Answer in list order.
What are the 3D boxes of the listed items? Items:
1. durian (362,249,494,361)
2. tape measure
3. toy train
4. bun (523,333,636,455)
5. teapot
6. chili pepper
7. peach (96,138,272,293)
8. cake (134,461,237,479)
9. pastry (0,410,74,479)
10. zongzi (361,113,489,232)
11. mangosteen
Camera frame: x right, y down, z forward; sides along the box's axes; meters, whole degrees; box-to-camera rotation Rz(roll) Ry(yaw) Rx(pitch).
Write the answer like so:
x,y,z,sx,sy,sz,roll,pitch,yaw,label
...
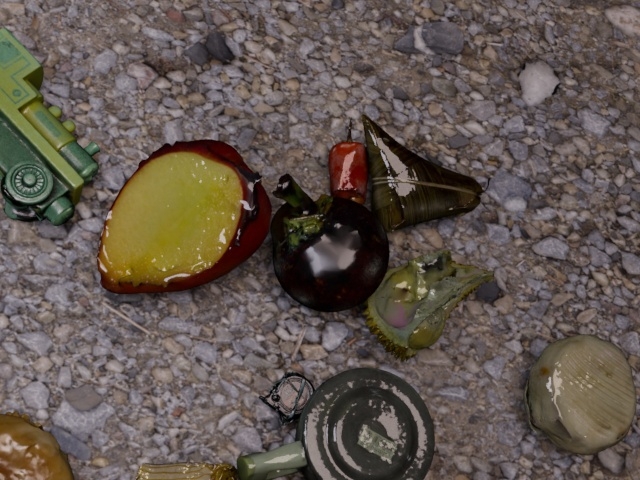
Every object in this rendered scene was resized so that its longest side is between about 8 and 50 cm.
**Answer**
x,y,z,sx,sy,sz,roll,pitch,yaw,label
0.200,0.116,1.894,0.306,0.166,0.172,-28,84,-29,durian
-0.055,0.299,1.837,0.094,0.054,0.091,-38,86,-14,tape measure
-0.562,-0.199,1.829,0.369,0.150,0.237,47,63,2,toy train
0.507,0.307,1.921,0.239,0.141,0.239,5,73,-18,bun
0.029,0.391,1.731,0.321,0.239,0.239,-39,84,-25,teapot
0.058,-0.165,1.987,0.084,0.086,0.192,1,75,6,chili pepper
-0.244,-0.024,1.804,0.361,0.201,0.258,-42,74,8,peach
-0.233,0.433,1.727,0.184,0.116,0.080,10,73,-15,cake
-0.559,0.431,1.608,0.315,0.184,0.285,-27,88,-7,pastry
0.213,-0.155,1.974,0.247,0.111,0.241,-12,101,-15,zongzi
0.000,0.000,1.827,0.231,0.231,0.289,-55,133,-21,mangosteen
